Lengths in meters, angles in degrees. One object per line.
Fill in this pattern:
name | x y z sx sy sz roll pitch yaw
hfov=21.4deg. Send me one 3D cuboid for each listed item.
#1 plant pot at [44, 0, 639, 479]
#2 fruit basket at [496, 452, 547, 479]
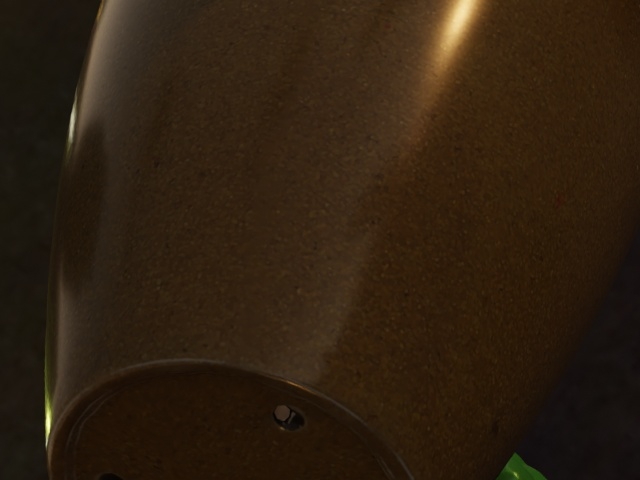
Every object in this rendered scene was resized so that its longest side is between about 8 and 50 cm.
plant pot | 0.000 0.000 0.596 0.237 0.237 0.254 -35 21 35
fruit basket | -0.049 0.239 0.825 0.283 0.392 0.392 9 63 57
